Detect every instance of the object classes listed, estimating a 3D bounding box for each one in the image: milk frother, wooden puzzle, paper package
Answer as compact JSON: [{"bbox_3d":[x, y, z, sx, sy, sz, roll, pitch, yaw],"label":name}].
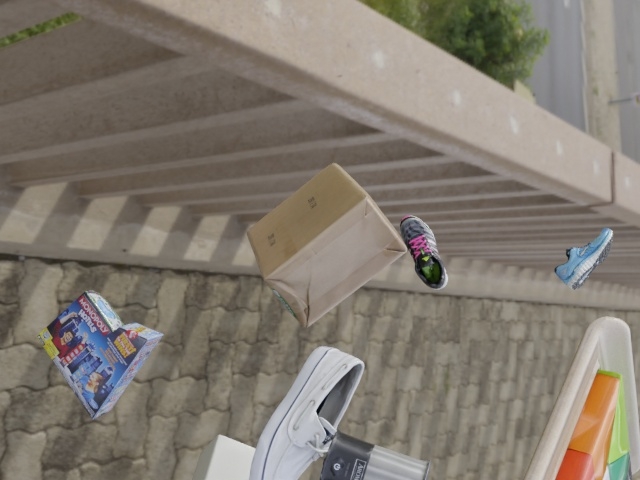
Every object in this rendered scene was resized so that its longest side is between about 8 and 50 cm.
[{"bbox_3d":[0.074,0.334,1.005,0.143,0.135,0.129,-21,126,-75],"label":"milk frother"},{"bbox_3d":[0.206,0.214,0.572,0.238,0.044,0.220,-48,133,-31],"label":"wooden puzzle"},{"bbox_3d":[0.000,0.000,1.703,0.309,0.325,0.168,-39,115,1],"label":"paper package"}]

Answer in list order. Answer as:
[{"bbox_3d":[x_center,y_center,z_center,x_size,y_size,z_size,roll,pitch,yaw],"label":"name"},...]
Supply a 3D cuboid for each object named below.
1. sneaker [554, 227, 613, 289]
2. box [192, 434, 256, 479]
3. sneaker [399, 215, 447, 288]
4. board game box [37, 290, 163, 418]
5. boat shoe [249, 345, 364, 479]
[{"bbox_3d":[0.563,0.026,1.544,0.162,0.073,0.063,-43,147,-14],"label":"sneaker"},{"bbox_3d":[-0.187,0.487,1.235,0.094,0.113,0.275,26,49,-13],"label":"box"},{"bbox_3d":[0.213,0.028,1.479,0.075,0.063,0.170,-47,113,-79],"label":"sneaker"},{"bbox_3d":[-0.399,0.195,1.346,0.194,0.194,0.060,53,15,8],"label":"board game box"},{"bbox_3d":[-0.014,0.290,1.118,0.267,0.088,0.096,-57,137,-28],"label":"boat shoe"}]
